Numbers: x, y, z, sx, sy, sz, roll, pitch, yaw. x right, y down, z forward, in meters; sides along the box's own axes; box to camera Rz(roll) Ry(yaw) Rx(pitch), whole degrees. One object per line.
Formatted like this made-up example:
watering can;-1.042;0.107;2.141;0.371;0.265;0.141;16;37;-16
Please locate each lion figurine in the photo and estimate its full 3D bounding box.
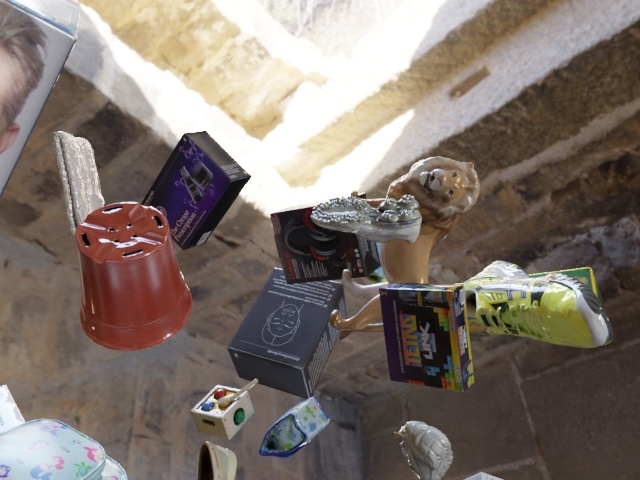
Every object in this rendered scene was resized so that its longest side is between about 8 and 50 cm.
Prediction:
lion figurine;0.158;0.030;1.090;0.240;0.142;0.392;8;107;12

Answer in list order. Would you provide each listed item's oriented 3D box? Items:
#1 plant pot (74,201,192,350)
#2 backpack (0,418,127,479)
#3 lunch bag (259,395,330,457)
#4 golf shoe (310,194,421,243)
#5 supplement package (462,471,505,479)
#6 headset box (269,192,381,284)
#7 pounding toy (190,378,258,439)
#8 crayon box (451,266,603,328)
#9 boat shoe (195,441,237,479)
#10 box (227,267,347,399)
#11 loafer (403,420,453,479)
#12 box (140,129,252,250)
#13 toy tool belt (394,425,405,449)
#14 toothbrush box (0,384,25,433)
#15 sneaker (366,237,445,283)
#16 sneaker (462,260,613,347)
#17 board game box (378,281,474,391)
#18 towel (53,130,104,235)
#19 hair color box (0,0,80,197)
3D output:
plant pot;-0.449;0.071;1.344;0.272;0.265;0.272;4;43;-3
backpack;-0.432;0.394;0.875;0.225;0.253;0.191;20;94;19
lunch bag;-0.071;0.479;1.432;0.151;0.129;0.096;-39;76;25
golf shoe;0.072;-0.022;0.906;0.176;0.086;0.069;4;47;18
supplement package;0.380;0.642;1.219;0.149;0.194;0.203;-50;23;41
headset box;0.000;0.000;1.610;0.293;0.110;0.218;-7;101;30
pounding toy;-0.240;0.429;1.479;0.141;0.100;0.130;0;25;33
crayon box;0.515;0.170;1.456;0.363;0.313;0.106;-11;71;27
boat shoe;-0.262;0.616;1.347;0.109;0.098;0.302;-40;28;20
box;-0.108;0.334;2.109;0.294;0.212;0.395;13;49;20
loafer;0.272;0.544;1.465;0.111;0.319;0.112;34;64;32
box;-0.333;-0.132;1.510;0.184;0.103;0.261;46;118;11
toy tool belt;0.222;0.512;1.455;0.051;0.083;0.052;-19;26;15
toothbrush box;-0.677;0.482;1.177;0.206;0.122;0.283;32;119;41
sneaker;0.287;0.061;1.922;0.319;0.127;0.208;-19;50;29
sneaker;0.395;0.144;1.101;0.147;0.145;0.385;-28;9;-11
board game box;0.177;0.158;0.959;0.141;0.048;0.170;-3;99;38
towel;-0.640;-0.145;1.529;0.049;0.282;0.187;-10;4;-3
hair color box;-0.381;-0.097;0.531;0.347;0.174;0.105;-54;34;20
